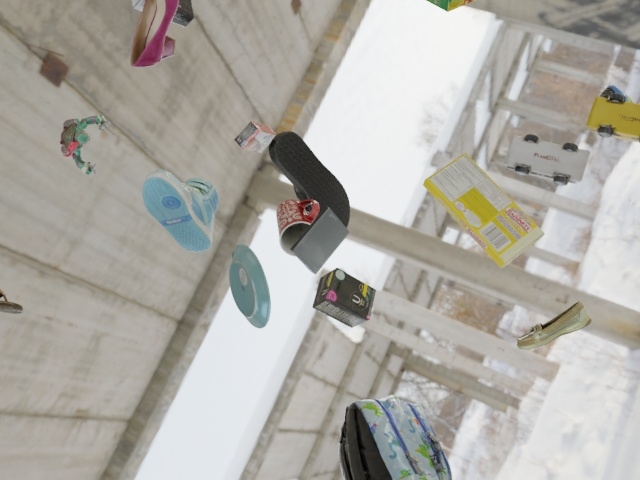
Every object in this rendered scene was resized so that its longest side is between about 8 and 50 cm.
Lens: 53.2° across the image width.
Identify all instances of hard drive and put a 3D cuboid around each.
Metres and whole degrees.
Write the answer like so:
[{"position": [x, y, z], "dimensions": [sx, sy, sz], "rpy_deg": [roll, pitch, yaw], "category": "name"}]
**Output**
[{"position": [0.000, 0.000, 1.508], "dimensions": [0.135, 0.022, 0.094], "rpy_deg": [-51, -55, -13], "category": "hard drive"}]

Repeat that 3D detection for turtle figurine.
[{"position": [-0.686, -0.291, 1.836], "dimensions": [0.118, 0.234, 0.175], "rpy_deg": [26, -95, -37], "category": "turtle figurine"}]

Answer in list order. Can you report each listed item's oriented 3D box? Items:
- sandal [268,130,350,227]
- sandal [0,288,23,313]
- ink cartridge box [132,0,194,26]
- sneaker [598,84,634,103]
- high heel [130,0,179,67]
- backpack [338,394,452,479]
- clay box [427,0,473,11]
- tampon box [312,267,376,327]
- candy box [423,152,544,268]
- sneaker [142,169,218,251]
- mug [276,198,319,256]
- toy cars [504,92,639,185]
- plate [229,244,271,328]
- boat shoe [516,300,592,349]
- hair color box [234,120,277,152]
[{"position": [-0.036, -0.205, 2.288], "dimensions": [0.167, 0.107, 0.445], "rpy_deg": [-46, -61, -21], "category": "sandal"}, {"position": [-0.871, 0.145, 1.672], "dimensions": [0.090, 0.219, 0.060], "rpy_deg": [45, -121, -61], "category": "sandal"}, {"position": [-0.487, -0.820, 1.887], "dimensions": [0.176, 0.069, 0.370], "rpy_deg": [6, -118, -46], "category": "ink cartridge box"}, {"position": [0.833, -0.376, 1.796], "dimensions": [0.078, 0.067, 0.188], "rpy_deg": [-43, 21, 21], "category": "sneaker"}, {"position": [-0.391, -0.516, 1.453], "dimensions": [0.117, 0.082, 0.244], "rpy_deg": [-37, -28, -41], "category": "high heel"}, {"position": [0.164, 0.528, 1.460], "dimensions": [0.273, 0.355, 0.290], "rpy_deg": [-15, -46, -27], "category": "backpack"}, {"position": [0.393, -0.710, 1.766], "dimensions": [0.222, 0.127, 0.053], "rpy_deg": [-30, -37, -21], "category": "clay box"}, {"position": [0.077, 0.185, 2.044], "dimensions": [0.101, 0.161, 0.120], "rpy_deg": [-35, 32, 49], "category": "tampon box"}, {"position": [0.288, -0.056, 1.133], "dimensions": [0.105, 0.206, 0.027], "rpy_deg": [-32, -19, -23], "category": "candy box"}, {"position": [-0.395, -0.135, 1.834], "dimensions": [0.319, 0.127, 0.208], "rpy_deg": [69, -158, -50], "category": "sneaker"}, {"position": [-0.057, -0.051, 1.844], "dimensions": [0.113, 0.150, 0.169], "rpy_deg": [58, -175, -30], "category": "mug"}, {"position": [0.647, -0.234, 1.548], "dimensions": [0.087, 0.394, 0.176], "rpy_deg": [32, -144, -67], "category": "toy cars"}, {"position": [-0.161, 0.102, 1.380], "dimensions": [0.024, 0.188, 0.188], "rpy_deg": [-13, -50, -29], "category": "plate"}, {"position": [0.458, 0.171, 1.275], "dimensions": [0.153, 0.048, 0.056], "rpy_deg": [-29, -1, 26], "category": "boat shoe"}, {"position": [-0.228, -0.364, 2.264], "dimensions": [0.093, 0.053, 0.167], "rpy_deg": [-44, -11, 15], "category": "hair color box"}]
